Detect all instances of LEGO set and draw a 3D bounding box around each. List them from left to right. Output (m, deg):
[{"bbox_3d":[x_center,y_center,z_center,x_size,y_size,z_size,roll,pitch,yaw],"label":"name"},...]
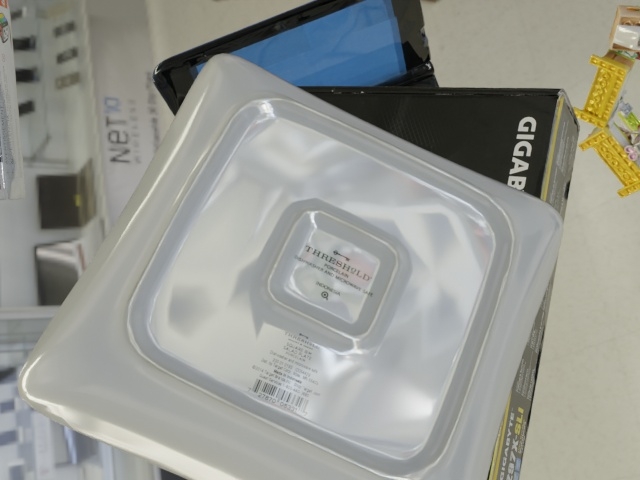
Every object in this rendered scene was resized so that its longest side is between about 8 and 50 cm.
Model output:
[{"bbox_3d":[0.398,-0.172,1.116,0.132,0.107,0.287,0,126,45],"label":"LEGO set"}]

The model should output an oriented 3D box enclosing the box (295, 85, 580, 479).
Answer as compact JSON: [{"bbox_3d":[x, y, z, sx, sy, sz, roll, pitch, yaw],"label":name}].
[{"bbox_3d":[0.058,0.030,0.740,0.257,0.079,0.322,6,74,30],"label":"box"}]

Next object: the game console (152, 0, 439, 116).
[{"bbox_3d":[0.004,-0.113,0.976,0.173,0.293,0.250,-33,-78,-86],"label":"game console"}]

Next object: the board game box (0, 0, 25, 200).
[{"bbox_3d":[-0.423,-0.122,0.774,0.053,0.305,0.193,-89,-5,-86],"label":"board game box"}]

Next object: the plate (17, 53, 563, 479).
[{"bbox_3d":[0.004,0.028,0.545,0.278,0.277,0.045,-65,2,-28],"label":"plate"}]
